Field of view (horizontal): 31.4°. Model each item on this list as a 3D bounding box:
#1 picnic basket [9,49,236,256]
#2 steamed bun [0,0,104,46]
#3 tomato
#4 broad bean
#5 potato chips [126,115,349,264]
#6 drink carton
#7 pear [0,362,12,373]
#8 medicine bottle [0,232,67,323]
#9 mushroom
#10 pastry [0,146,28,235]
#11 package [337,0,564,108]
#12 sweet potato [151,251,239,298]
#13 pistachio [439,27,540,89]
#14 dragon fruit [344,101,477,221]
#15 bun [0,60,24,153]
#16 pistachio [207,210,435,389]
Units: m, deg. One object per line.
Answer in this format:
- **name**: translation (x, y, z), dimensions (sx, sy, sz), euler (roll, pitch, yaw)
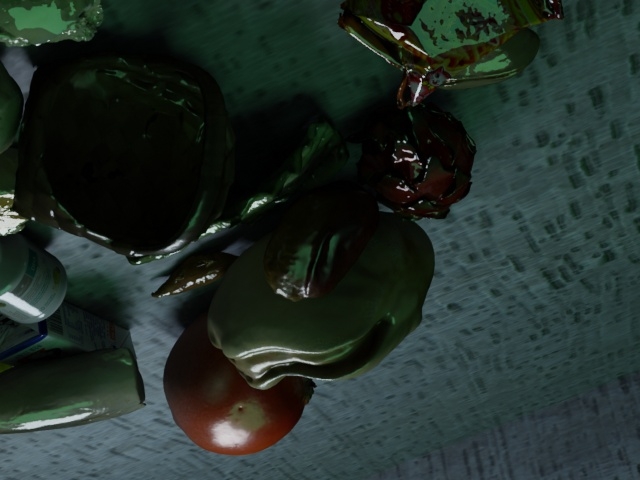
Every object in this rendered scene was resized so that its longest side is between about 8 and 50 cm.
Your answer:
- **picnic basket**: translation (-0.234, -0.120, 1.594), dimensions (0.337, 0.292, 0.337), euler (9, 177, 0)
- **steamed bun**: translation (-0.380, -0.302, 1.376), dimensions (0.226, 0.170, 0.200), euler (-10, 155, -9)
- **tomato**: translation (-0.177, 0.288, 2.362), dimensions (0.322, 0.321, 0.321), euler (-13, 151, -7)
- **broad bean**: translation (0.000, -0.001, 1.904), dimensions (0.228, 0.122, 0.156), euler (-50, 134, 9)
- **potato chips**: translation (-0.130, -0.075, 1.909), dimensions (0.389, 0.097, 0.373), euler (-29, -178, 16)
- **drink carton**: translation (-0.505, 0.205, 2.260), dimensions (0.131, 0.106, 0.315), euler (-25, 152, 18)
- **pear**: translation (-0.778, 0.292, 2.199), dimensions (0.287, 0.176, 0.282), euler (-26, 148, 14)
- **medicine bottle**: translation (-0.540, 0.050, 1.935), dimensions (0.135, 0.135, 0.215), euler (-24, 151, 12)
- **mushroom**: translation (-0.508, 0.292, 2.167), dimensions (0.408, 0.137, 0.154), euler (-8, 165, -30)
- **pastry**: translation (-0.508, -0.076, 1.782), dimensions (0.166, 0.088, 0.165), euler (-12, 151, -7)
- **package**: translation (0.181, -0.340, 1.646), dimensions (0.288, 0.108, 0.223), euler (-33, 125, 14)
- **sweet potato**: translation (-0.244, 0.064, 2.203), dimensions (0.206, 0.060, 0.068), euler (-30, 112, 21)
- **pistachio**: translation (0.247, -0.292, 1.769), dimensions (0.185, 0.124, 0.124), euler (-24, 150, 14)
- **dragon fruit**: translation (0.162, -0.144, 1.922), dimensions (0.193, 0.192, 0.274), euler (-35, 145, -23)
- **bun**: translation (-0.524, -0.171, 1.551), dimensions (0.239, 0.141, 0.239), euler (-10, 149, -6)
- **pistachio**: translation (0.003, 0.102, 2.086), dimensions (0.446, 0.365, 0.281), euler (-27, 128, 9)
